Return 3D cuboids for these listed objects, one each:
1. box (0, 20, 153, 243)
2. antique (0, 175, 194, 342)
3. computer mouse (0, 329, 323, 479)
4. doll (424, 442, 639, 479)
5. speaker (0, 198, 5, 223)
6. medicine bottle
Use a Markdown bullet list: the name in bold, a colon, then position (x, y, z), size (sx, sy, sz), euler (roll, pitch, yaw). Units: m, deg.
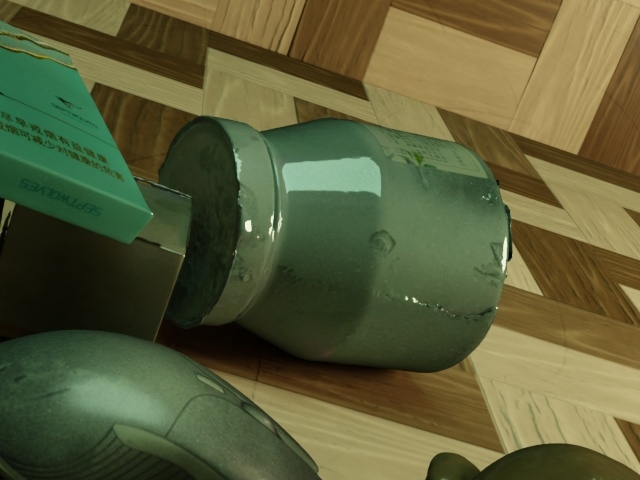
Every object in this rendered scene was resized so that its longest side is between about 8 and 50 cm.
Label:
- **box**: position (-0.237, -0.102, 0.977), size (0.162, 0.041, 0.229), euler (24, 25, -46)
- **antique**: position (-0.202, 0.022, 1.066), size (0.151, 0.148, 0.147), euler (17, 20, -8)
- **computer mouse**: position (-0.091, 0.141, 0.937), size (0.379, 0.090, 0.167), euler (19, 20, -25)
- **doll**: position (0.238, 0.241, 0.889), size (0.329, 0.174, 0.235), euler (11, 27, -32)
- **speaker**: position (-0.372, 0.002, 0.903), size (0.184, 0.183, 0.406), euler (15, 19, -2)
- **medicine bottle**: position (0.000, 0.000, 1.201), size (0.290, 0.245, 0.245), euler (8, 22, -33)
